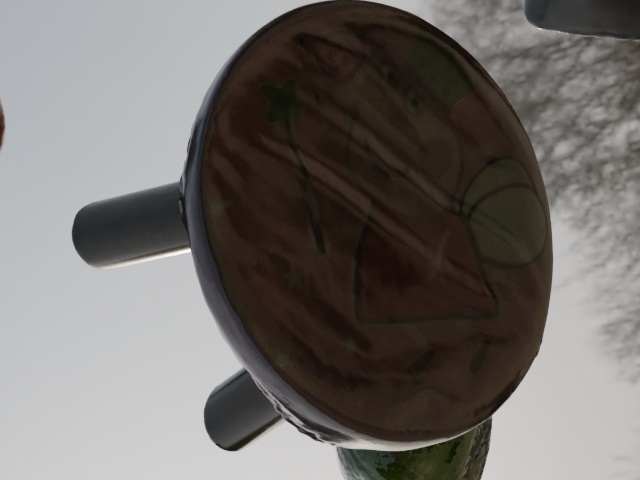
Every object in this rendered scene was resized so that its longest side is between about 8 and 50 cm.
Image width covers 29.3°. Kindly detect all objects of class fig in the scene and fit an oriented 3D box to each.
[{"bbox_3d":[0.067,0.202,1.363,0.203,0.235,0.203,-54,-25,-41],"label":"fig"}]

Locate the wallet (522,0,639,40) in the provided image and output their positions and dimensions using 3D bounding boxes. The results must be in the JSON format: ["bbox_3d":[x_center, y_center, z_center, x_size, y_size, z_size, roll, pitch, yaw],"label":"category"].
[{"bbox_3d":[0.324,-0.345,1.061,0.406,0.228,0.062,97,177,-48],"label":"wallet"}]

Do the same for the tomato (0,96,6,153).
[{"bbox_3d":[-0.430,-0.149,1.235,0.180,0.259,0.260,-36,-69,-32],"label":"tomato"}]

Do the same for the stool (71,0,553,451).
[{"bbox_3d":[0.000,0.000,0.778,0.272,0.178,0.272,10,-107,-35],"label":"stool"}]
